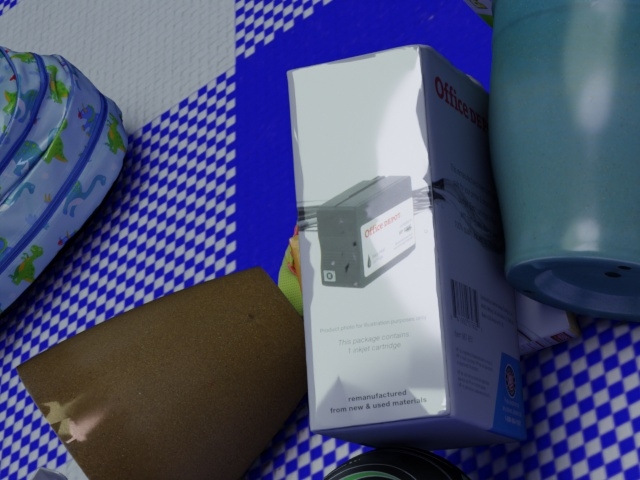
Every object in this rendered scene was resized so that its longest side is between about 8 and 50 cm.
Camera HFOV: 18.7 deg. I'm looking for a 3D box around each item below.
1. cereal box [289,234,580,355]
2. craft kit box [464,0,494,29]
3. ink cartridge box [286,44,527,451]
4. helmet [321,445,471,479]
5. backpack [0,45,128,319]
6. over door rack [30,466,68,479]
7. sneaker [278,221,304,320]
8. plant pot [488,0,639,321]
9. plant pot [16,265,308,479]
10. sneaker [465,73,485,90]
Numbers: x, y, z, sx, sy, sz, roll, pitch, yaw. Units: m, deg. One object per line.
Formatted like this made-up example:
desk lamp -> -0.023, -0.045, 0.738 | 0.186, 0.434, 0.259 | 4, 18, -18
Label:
cereal box -> 0.102, 0.041, 1.788 | 0.240, 0.047, 0.173 | -21, 69, 17
craft kit box -> 0.207, -0.245, 1.873 | 0.061, 0.250, 0.246 | -53, 34, -4
ink cartridge box -> 0.076, 0.016, 1.652 | 0.129, 0.223, 0.307 | -8, 76, 21
helmet -> 0.060, 0.254, 1.631 | 0.161, 0.169, 0.169 | 35, 85, 40
backpack -> -0.399, -0.066, 2.418 | 0.355, 0.273, 0.290 | -33, 28, 2
over door rack -> -0.124, 0.344, 1.684 | 0.108, 0.239, 0.324 | -51, 34, -13
sneaker -> 0.000, 0.000, 1.950 | 0.081, 0.094, 0.208 | 39, 122, 19
plant pot -> 0.261, -0.074, 1.653 | 0.271, 0.271, 0.255 | -7, 66, 45
plant pot -> -0.127, 0.147, 1.922 | 0.254, 0.237, 0.237 | -35, 34, -6
sneaker -> 0.129, -0.028, 1.890 | 0.118, 0.110, 0.292 | -2, 65, 38
